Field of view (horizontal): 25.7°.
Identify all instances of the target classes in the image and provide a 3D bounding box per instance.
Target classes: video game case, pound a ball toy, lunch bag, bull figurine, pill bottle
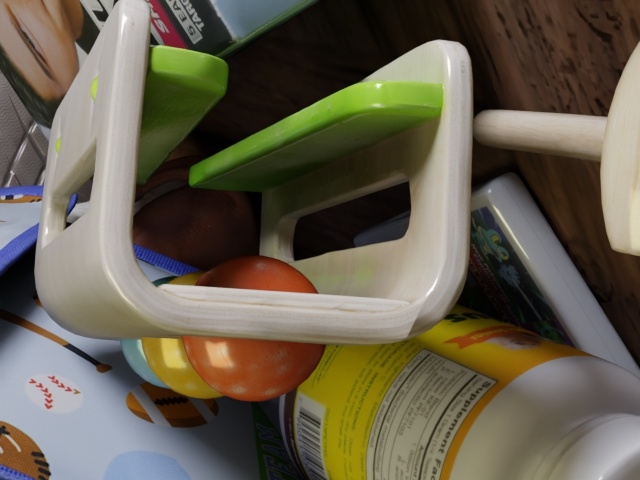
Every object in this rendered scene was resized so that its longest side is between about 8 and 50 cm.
[{"bbox_3d":[0.107,0.066,0.728,0.201,0.023,0.183,58,161,-4],"label":"video game case"},{"bbox_3d":[0.000,0.000,0.573,0.319,0.208,0.135,167,107,-73],"label":"pound a ball toy"},{"bbox_3d":[-0.179,0.118,0.795,0.386,0.239,0.328,23,-162,-1],"label":"lunch bag"},{"bbox_3d":[-0.091,0.062,1.027,0.188,0.101,0.310,7,129,21],"label":"bull figurine"},{"bbox_3d":[0.077,0.096,0.632,0.215,0.117,0.117,21,141,58],"label":"pill bottle"}]

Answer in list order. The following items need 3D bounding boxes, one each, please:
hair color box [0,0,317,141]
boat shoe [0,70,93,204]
[{"bbox_3d":[-0.104,-0.165,0.707,0.185,0.114,0.374,58,161,-8],"label":"hair color box"},{"bbox_3d":[-0.191,0.003,1.180,0.324,0.123,0.116,62,162,-13],"label":"boat shoe"}]
